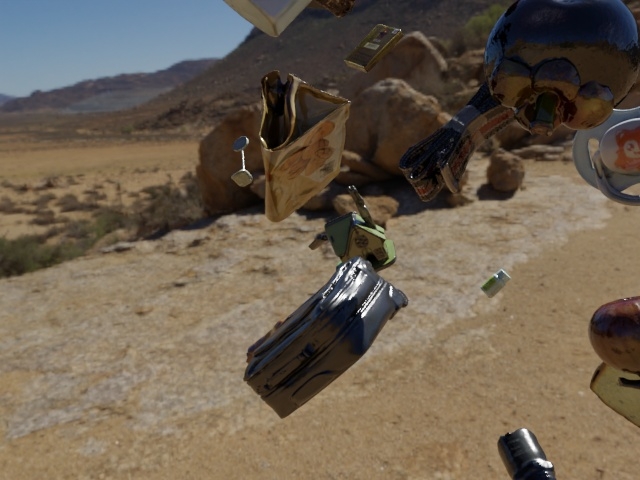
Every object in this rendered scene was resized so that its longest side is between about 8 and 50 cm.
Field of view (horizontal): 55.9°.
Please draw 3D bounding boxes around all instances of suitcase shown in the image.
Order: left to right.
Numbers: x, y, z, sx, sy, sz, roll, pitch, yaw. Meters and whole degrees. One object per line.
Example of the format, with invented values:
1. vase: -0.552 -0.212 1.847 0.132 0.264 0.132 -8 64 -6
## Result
1. suitcase: 0.007 0.228 1.403 0.345 0.188 0.339 -44 0 33

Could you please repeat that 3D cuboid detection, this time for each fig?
1. fig: 0.794 0.236 1.506 0.235 0.214 0.235 -36 -6 -4

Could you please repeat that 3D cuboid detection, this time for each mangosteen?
1. mangosteen: 0.432 -0.309 1.104 0.275 0.275 0.302 5 58 31

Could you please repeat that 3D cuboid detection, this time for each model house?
1. model house: 0.093 -0.031 1.976 0.218 0.278 0.205 -26 19 10

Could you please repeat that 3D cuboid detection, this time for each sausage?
1. sausage: -0.144 0.318 1.912 0.103 0.076 0.302 -27 -12 -41

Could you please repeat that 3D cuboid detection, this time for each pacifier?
1. pacifier: 0.795 -0.225 1.494 0.300 0.244 0.233 -7 10 36

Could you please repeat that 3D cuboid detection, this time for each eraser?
1. eraser: -0.064 -0.572 1.219 0.189 0.290 0.104 40 -10 6

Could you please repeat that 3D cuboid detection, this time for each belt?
1. belt: 0.324 -0.239 1.317 0.359 0.094 0.126 -45 43 -5

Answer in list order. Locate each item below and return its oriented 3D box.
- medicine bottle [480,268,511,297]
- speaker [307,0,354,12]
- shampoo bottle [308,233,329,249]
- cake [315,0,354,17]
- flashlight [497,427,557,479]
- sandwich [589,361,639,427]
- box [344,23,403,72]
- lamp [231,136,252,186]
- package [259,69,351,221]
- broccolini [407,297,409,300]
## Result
1. medicine bottle: 0.510 0.125 1.756 0.047 0.083 0.047 39 14 -12
2. speaker: -0.009 -0.623 1.539 0.191 0.040 0.046 5 -17 -7
3. shampoo bottle: 0.000 0.000 2.166 0.048 0.027 0.137 3 -21 -27
4. cake: -0.007 -0.636 1.376 0.246 0.112 0.135 18 -45 -39
5. flashlight: 0.485 0.581 1.254 0.103 0.103 0.424 -4 31 -5
6. sandwich: 0.974 0.417 1.796 0.099 0.301 0.271 -24 48 -32
7. box: 0.130 -0.474 1.486 0.133 0.023 0.090 -47 45 -6
8. lamp: -0.222 -0.230 1.659 0.050 0.056 0.198 -28 45 15
9. package: -0.074 -0.212 1.336 0.221 0.165 0.311 -39 -18 -16
10. broccolini: 0.227 0.178 1.714 0.035 0.030 0.140 -37 -4 14
